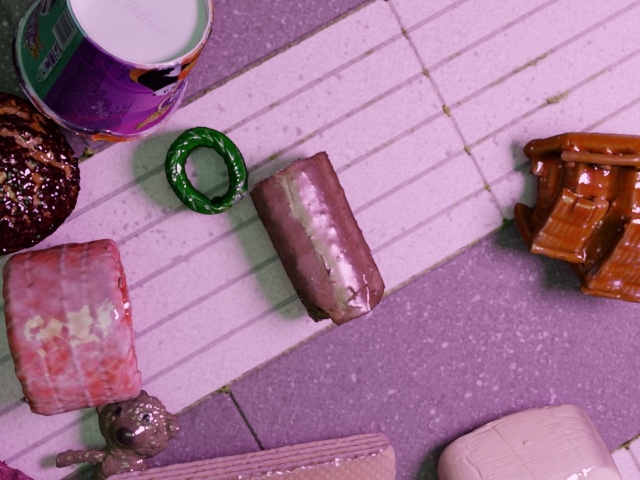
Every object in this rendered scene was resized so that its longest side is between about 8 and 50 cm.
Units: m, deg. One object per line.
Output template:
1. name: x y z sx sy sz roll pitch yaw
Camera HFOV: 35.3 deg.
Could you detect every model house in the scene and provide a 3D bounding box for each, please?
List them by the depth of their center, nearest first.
1. model house: 0.414 -0.030 1.467 0.199 0.219 0.229 10 79 -22

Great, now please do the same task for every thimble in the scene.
1. thimble: -0.337 0.116 1.367 0.162 0.239 0.239 -10 94 -10
2. thimble: -0.163 -0.098 1.451 0.130 0.090 0.118 38 90 -6

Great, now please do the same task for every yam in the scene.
1. yam: 0.000 0.000 1.458 0.129 0.128 0.238 -26 93 16

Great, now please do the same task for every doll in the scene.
1. doll: -0.303 0.359 1.465 0.203 0.091 0.286 42 98 4

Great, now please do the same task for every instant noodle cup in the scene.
1. instant noodle cup: -0.265 -0.278 1.335 0.251 0.190 0.251 8 71 -25

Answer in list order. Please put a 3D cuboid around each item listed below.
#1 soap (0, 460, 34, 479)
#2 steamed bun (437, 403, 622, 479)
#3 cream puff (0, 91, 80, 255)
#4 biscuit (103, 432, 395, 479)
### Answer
1. soap: -0.458 0.360 1.310 0.220 0.325 0.127 41 81 -18
2. steamed bun: 0.308 0.361 1.482 0.250 0.200 0.154 -17 119 -3
3. cream puff: -0.442 -0.097 1.345 0.239 0.239 0.164 8 132 -7
4. biscuit: -0.098 0.378 1.449 0.426 0.078 0.144 -5 107 -15
